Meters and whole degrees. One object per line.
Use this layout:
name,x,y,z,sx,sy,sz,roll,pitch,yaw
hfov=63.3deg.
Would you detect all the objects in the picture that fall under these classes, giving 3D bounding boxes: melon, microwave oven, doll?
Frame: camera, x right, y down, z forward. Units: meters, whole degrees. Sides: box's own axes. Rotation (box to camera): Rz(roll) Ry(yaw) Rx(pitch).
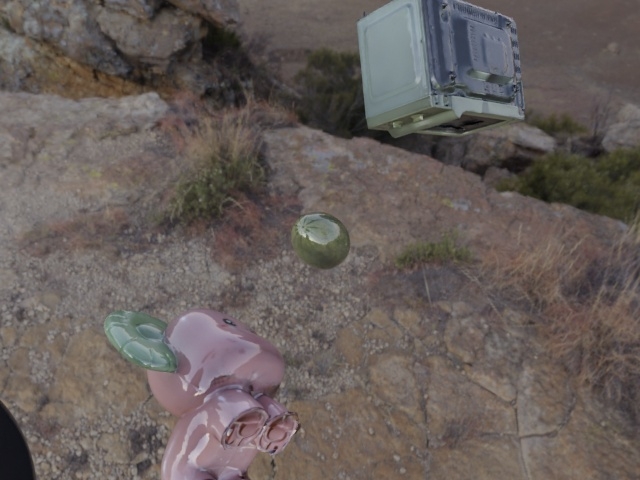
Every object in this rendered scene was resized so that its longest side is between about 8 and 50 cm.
melon,0.000,0.000,0.923,0.130,0.098,0.098,33,13,-50
microwave oven,0.291,-0.393,1.192,0.354,0.286,0.218,-5,0,-39
doll,-0.168,0.207,0.738,0.268,0.284,0.216,33,88,42

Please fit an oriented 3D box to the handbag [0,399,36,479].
handbag,-0.342,0.190,0.401,0.093,0.308,0.254,-21,32,3
